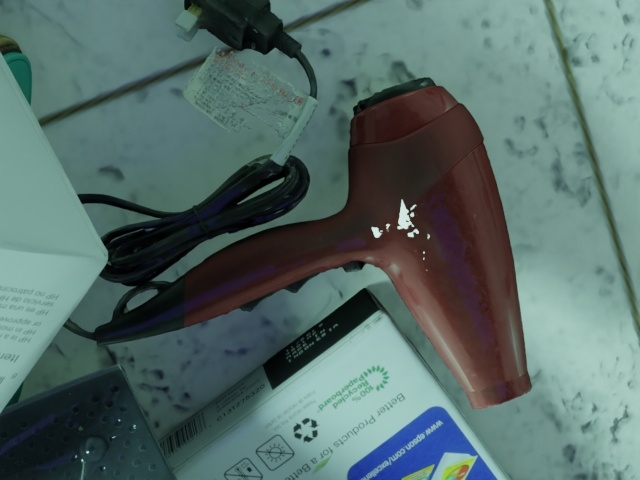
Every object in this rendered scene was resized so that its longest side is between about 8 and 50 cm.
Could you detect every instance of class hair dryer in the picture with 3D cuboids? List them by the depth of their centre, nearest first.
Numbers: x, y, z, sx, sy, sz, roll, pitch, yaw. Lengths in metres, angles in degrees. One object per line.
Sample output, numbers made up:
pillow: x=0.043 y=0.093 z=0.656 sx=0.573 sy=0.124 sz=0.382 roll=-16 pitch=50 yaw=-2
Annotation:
hair dryer: x=0.000 y=0.000 z=0.747 sx=0.293 sy=0.080 sz=0.224 roll=31 pitch=92 yaw=0

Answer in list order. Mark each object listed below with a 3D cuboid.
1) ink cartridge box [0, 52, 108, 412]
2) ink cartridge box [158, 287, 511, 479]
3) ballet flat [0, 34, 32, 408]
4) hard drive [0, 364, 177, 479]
ink cartridge box: x=-0.272 y=0.027 z=0.589 sx=0.198 sy=0.197 sz=0.270 roll=13 pitch=124 yaw=-46
ink cartridge box: x=0.067 y=0.225 z=0.853 sx=0.175 sy=0.069 sz=0.371 roll=-36 pitch=107 yaw=0
ballet flat: x=-0.204 y=-0.004 z=0.736 sx=0.073 sy=0.080 sz=0.232 roll=10 pitch=104 yaw=15
hard drive: x=-0.186 y=0.195 z=0.713 sx=0.254 sy=0.054 sz=0.172 roll=-28 pitch=79 yaw=-3
